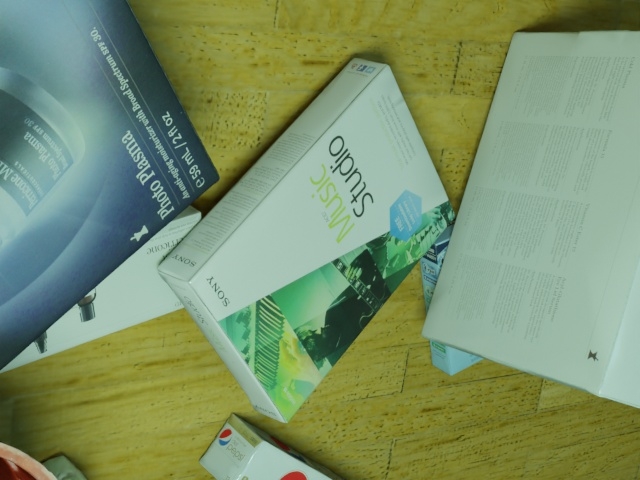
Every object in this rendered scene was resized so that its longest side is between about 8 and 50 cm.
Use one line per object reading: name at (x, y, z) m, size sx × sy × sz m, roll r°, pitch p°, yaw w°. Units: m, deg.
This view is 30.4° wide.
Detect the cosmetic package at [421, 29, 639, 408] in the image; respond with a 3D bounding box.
cosmetic package at (0.280, -0.036, 1.275) m, size 0.097 × 0.284 × 0.377 m, roll 19°, pitch 88°, yaw -32°

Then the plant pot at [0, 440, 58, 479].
plant pot at (-0.373, 0.224, 0.966) m, size 0.272 × 0.265 × 0.272 m, roll -14°, pitch 117°, yaw -30°

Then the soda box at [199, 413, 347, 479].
soda box at (-0.034, 0.280, 1.353) m, size 0.216 × 0.074 × 0.069 m, roll 37°, pitch 85°, yaw -39°

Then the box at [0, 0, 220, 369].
box at (-0.276, -0.079, 0.924) m, size 0.294 × 0.183 × 0.296 m, roll -42°, pitch 144°, yaw -13°

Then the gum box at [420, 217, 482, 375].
gum box at (0.200, 0.053, 1.449) m, size 0.157 × 0.041 × 0.184 m, roll -23°, pitch 119°, yaw -26°

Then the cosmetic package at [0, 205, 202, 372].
cosmetic package at (-0.224, 0.042, 1.131) m, size 0.239 × 0.060 × 0.099 m, roll -20°, pitch 120°, yaw -28°

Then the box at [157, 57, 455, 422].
box at (0.000, 0.000, 1.234) m, size 0.322 × 0.058 × 0.232 m, roll -48°, pitch 133°, yaw -21°

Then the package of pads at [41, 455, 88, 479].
package of pads at (-0.332, 0.387, 1.168) m, size 0.296 × 0.101 × 0.229 m, roll -28°, pitch 121°, yaw -23°
